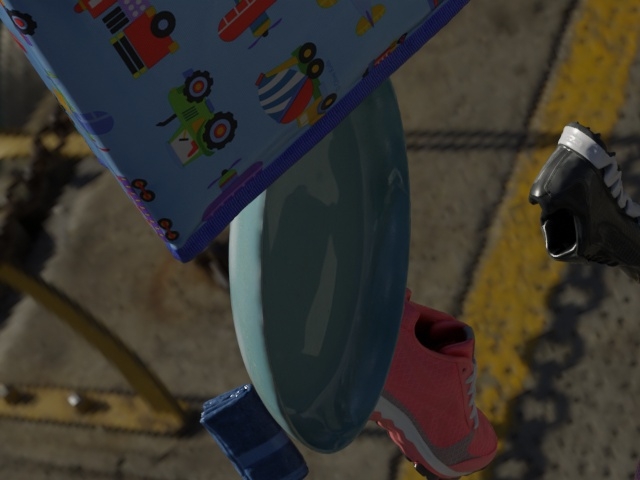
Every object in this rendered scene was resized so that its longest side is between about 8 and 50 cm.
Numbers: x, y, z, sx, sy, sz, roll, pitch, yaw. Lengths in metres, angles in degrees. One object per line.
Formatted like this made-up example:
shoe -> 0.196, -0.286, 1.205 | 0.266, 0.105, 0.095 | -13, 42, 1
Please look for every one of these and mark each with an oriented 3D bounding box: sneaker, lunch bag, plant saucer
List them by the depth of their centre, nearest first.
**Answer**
lunch bag -> -0.025, -0.172, 0.930 | 0.293, 0.221, 0.138 | -35, 41, -6
plant saucer -> 0.000, 0.000, 1.353 | 0.043, 0.317, 0.318 | 4, 52, 21
sneaker -> 0.269, -0.009, 1.776 | 0.106, 0.234, 0.078 | -47, 42, -9
sneaker -> 0.118, 0.147, 1.827 | 0.136, 0.314, 0.116 | -33, 48, 18

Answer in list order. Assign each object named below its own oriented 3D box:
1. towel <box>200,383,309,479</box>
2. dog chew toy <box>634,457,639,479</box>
towel -> -0.066, 0.206, 1.829 | 0.067, 0.119, 0.029 | -28, 19, 13
dog chew toy -> 0.471, 0.323, 1.856 | 0.206, 0.332, 0.206 | -34, 4, 3
